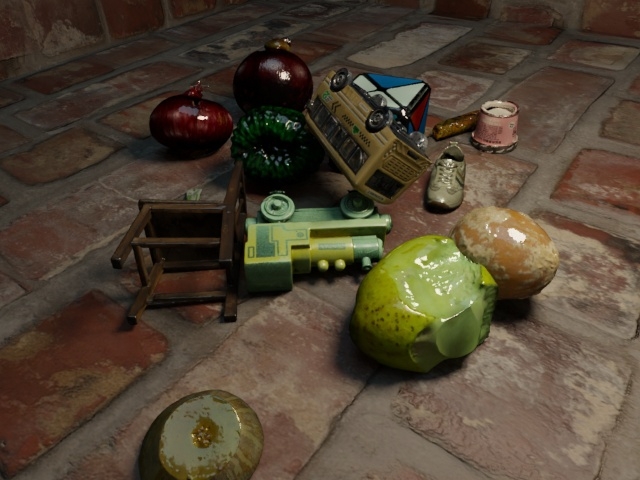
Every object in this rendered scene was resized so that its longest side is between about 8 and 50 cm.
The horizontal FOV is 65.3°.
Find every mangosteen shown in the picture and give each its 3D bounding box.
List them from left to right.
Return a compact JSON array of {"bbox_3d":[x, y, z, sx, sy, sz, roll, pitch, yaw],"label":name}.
[{"bbox_3d":[-0.173,-0.578,1.823,0.297,0.293,0.297,0,25,0],"label":"mangosteen"}]

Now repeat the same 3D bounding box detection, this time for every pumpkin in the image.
[{"bbox_3d":[-0.204,0.326,0.836,0.217,0.110,0.217,2,41,-2],"label":"pumpkin"}]

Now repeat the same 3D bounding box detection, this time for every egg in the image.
[{"bbox_3d":[0.390,0.029,1.084,0.203,0.203,0.245,-29,35,-29],"label":"egg"}]

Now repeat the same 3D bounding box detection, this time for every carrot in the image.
[{"bbox_3d":[0.488,-0.405,1.741,0.228,0.069,0.069,-21,41,-19],"label":"carrot"}]

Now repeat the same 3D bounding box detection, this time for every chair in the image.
[{"bbox_3d":[-0.310,-0.017,1.197,0.240,0.203,0.416,-2,37,-3],"label":"chair"}]

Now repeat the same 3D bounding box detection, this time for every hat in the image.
[{"bbox_3d":[-0.106,-0.290,1.551,0.274,0.242,0.332,22,18,9],"label":"hat"}]

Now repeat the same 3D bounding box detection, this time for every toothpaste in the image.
[{"bbox_3d":[-0.372,-0.100,1.442,0.048,0.029,0.197,-6,35,-4],"label":"toothpaste"}]

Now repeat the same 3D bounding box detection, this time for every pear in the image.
[{"bbox_3d":[0.176,0.120,1.013,0.281,0.176,0.286,-21,40,-18],"label":"pear"}]

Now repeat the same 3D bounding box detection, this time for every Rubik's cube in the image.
[{"bbox_3d":[0.183,-0.355,1.551,0.250,0.248,0.246,15,41,21],"label":"Rubik's cube"}]

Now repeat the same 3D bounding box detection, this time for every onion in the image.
[{"bbox_3d":[-0.426,-0.416,1.657,0.273,0.285,0.273,3,3,0],"label":"onion"}]

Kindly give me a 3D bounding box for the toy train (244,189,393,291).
[{"bbox_3d":[0.000,0.000,1.205,0.368,0.150,0.237,-3,49,-3],"label":"toy train"}]

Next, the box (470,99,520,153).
[{"bbox_3d":[0.582,-0.380,1.648,0.151,0.135,0.151,-2,37,1],"label":"box"}]

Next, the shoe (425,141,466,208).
[{"bbox_3d":[0.368,-0.187,1.448,0.103,0.098,0.275,5,40,17],"label":"shoe"}]

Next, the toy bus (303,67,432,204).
[{"bbox_3d":[0.102,-0.267,1.252,0.177,0.202,0.365,22,27,-41],"label":"toy bus"}]
